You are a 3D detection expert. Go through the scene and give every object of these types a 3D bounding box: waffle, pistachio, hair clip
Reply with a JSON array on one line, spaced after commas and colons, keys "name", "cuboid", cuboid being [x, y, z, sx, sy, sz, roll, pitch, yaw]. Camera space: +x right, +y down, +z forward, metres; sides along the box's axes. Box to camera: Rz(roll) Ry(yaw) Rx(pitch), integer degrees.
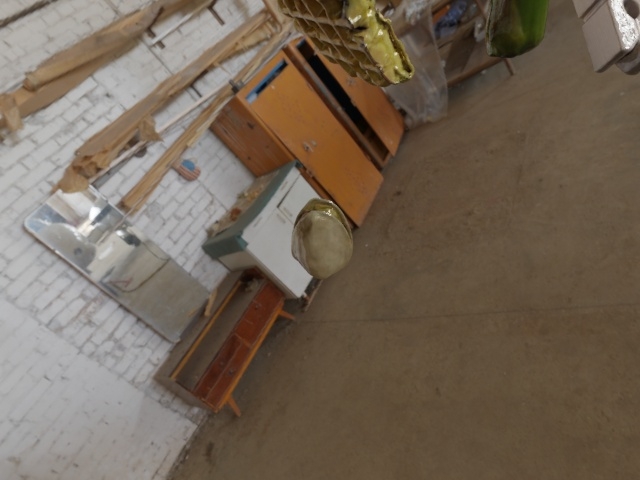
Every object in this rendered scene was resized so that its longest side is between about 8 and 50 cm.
[{"name": "waffle", "cuboid": [0.016, -0.343, 0.617, 0.065, 0.309, 0.283, -53, 0, 1]}, {"name": "pistachio", "cuboid": [0.000, 0.000, 0.986, 0.152, 0.223, 0.126, -2, 43, 9]}, {"name": "hair clip", "cuboid": [0.496, -0.446, 0.713, 0.085, 0.101, 0.331, 120, 150, -70]}]

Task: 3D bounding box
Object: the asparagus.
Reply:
[{"name": "asparagus", "cuboid": [0.186, -0.305, 0.377, 0.067, 0.278, 0.060, 6, 52, 27]}]
